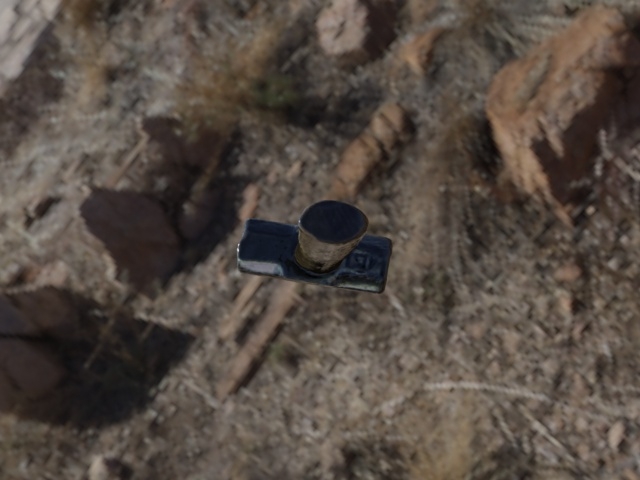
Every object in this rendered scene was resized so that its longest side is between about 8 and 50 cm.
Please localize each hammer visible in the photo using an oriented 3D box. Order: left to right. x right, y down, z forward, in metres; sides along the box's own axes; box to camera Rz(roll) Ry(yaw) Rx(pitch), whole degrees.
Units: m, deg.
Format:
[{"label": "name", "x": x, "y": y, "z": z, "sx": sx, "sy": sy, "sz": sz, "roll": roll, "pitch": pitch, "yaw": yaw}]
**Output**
[{"label": "hammer", "x": 0.000, "y": 0.000, "z": 0.868, "sx": 0.365, "sy": 0.111, "sz": 0.043, "roll": 113, "pitch": 166, "yaw": -86}]
